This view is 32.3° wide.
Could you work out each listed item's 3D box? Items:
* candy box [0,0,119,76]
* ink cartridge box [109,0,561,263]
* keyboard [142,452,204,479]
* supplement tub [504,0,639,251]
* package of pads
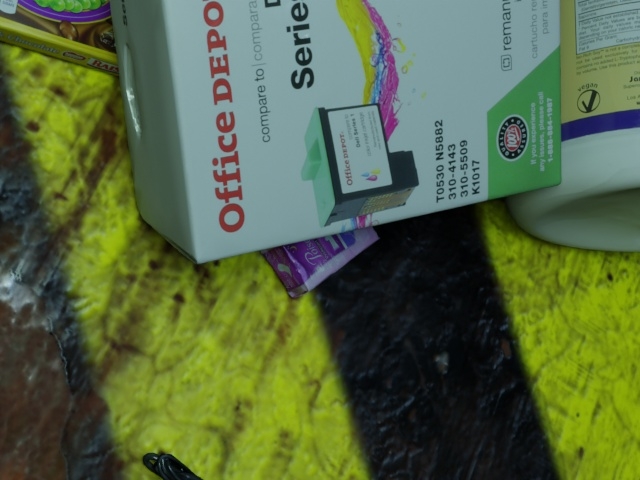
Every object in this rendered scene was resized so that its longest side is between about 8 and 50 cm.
[{"bbox_3d":[-0.165,-0.175,0.769,0.206,0.027,0.105,14,68,-27],"label":"candy box"},{"bbox_3d":[0.015,-0.116,0.741,0.278,0.117,0.201,-13,111,-21],"label":"ink cartridge box"},{"bbox_3d":[-0.088,0.243,0.713,0.317,0.033,0.201,34,63,-20],"label":"keyboard"},{"bbox_3d":[0.266,-0.174,0.893,0.241,0.241,0.331,10,73,-28],"label":"supplement tub"},{"bbox_3d":[0.000,0.000,0.820,0.083,0.032,0.050,-35,94,-32],"label":"package of pads"}]
